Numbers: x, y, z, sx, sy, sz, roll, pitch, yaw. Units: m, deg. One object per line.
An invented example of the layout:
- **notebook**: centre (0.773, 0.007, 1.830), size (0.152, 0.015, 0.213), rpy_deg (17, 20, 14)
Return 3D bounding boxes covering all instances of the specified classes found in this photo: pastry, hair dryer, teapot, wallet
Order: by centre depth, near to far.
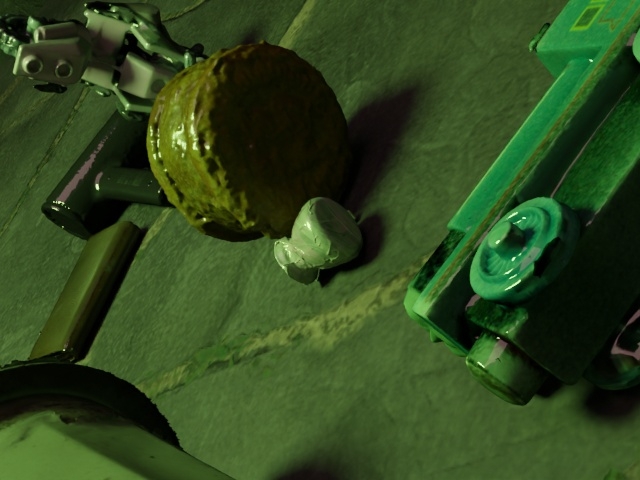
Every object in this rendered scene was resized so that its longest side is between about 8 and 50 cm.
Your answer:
- **teapot**: centre (0.000, 0.000, 0.844), size (0.064, 0.064, 0.083), rpy_deg (-42, -4, 31)
- **pastry**: centre (-0.065, -0.090, 0.906), size (0.103, 0.189, 0.188), rpy_deg (-13, 46, 54)
- **wallet**: centre (-0.300, 0.069, 1.212), size (0.110, 0.031, 0.198), rpy_deg (-20, 41, 44)
- **hair dryer**: centre (-0.254, -0.083, 1.297), size (0.251, 0.089, 0.197), rpy_deg (16, 67, 50)

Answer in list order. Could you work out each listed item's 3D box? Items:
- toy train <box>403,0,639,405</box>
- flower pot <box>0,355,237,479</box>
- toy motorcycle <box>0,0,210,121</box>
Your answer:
- **toy train**: centre (0.168, -0.042, 0.592), size (0.298, 0.120, 0.194), rpy_deg (-53, 21, -5)
- **flower pot**: centre (-0.114, 0.225, 0.560), size (0.259, 0.290, 0.290), rpy_deg (4, 58, 41)
- **toy motorcycle**: centre (-0.259, -0.233, 1.269), size (0.188, 0.327, 0.143), rpy_deg (49, 124, 41)
